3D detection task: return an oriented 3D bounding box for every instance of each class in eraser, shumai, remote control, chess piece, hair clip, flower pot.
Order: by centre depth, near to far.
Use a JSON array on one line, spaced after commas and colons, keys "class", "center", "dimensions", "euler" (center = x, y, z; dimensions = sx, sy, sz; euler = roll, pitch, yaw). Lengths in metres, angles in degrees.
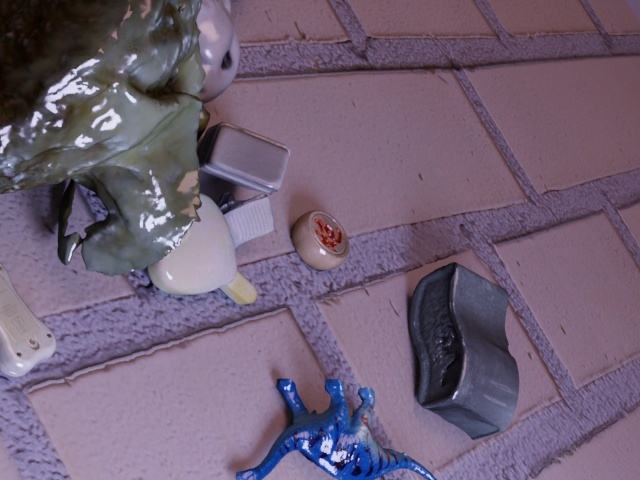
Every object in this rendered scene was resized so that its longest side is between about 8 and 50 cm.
[{"class": "remote control", "center": [-0.317, 0.076, 1.321], "dimensions": [0.122, 0.032, 0.074], "euler": [55, 33, 0]}, {"class": "shumai", "center": [-0.267, -0.163, 1.389], "dimensions": [0.348, 0.395, 0.395], "euler": [53, 22, -54]}, {"class": "eraser", "center": [-0.097, -0.098, 1.571], "dimensions": [0.089, 0.061, 0.352], "euler": [21, 0, -8]}, {"class": "hair clip", "center": [-0.127, 0.010, 1.588], "dimensions": [0.218, 0.071, 0.159], "euler": [-36, 112, -53]}, {"class": "chess piece", "center": [0.000, 0.000, 1.769], "dimensions": [0.084, 0.038, 0.083], "euler": [29, 42, -30]}, {"class": "flower pot", "center": [0.193, 0.149, 1.811], "dimensions": [0.108, 0.103, 0.229], "euler": [30, 41, -30]}]

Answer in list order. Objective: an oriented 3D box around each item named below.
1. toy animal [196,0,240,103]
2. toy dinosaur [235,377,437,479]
[{"class": "toy animal", "center": [-0.231, -0.340, 1.691], "dimensions": [0.357, 0.194, 0.258], "euler": [52, 6, -31]}, {"class": "toy dinosaur", "center": [0.026, 0.228, 1.567], "dimensions": [0.329, 0.076, 0.144], "euler": [14, 57, -41]}]
